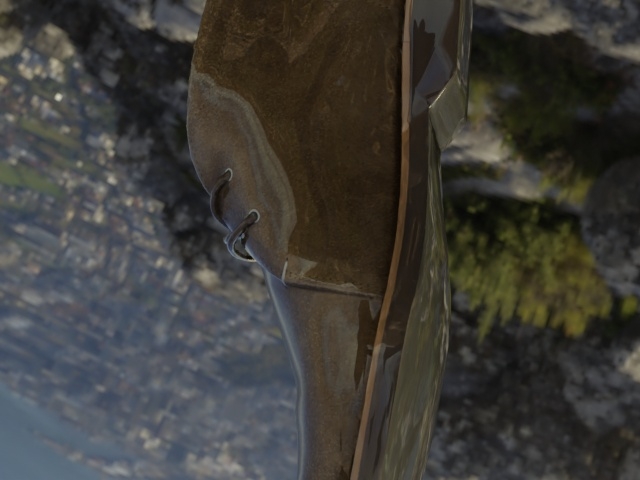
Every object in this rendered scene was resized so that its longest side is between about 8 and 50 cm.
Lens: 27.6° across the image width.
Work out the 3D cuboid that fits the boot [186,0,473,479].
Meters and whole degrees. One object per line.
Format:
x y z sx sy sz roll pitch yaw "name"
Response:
0.000 0.000 0.552 0.115 0.305 0.112 3 162 8 "boot"
